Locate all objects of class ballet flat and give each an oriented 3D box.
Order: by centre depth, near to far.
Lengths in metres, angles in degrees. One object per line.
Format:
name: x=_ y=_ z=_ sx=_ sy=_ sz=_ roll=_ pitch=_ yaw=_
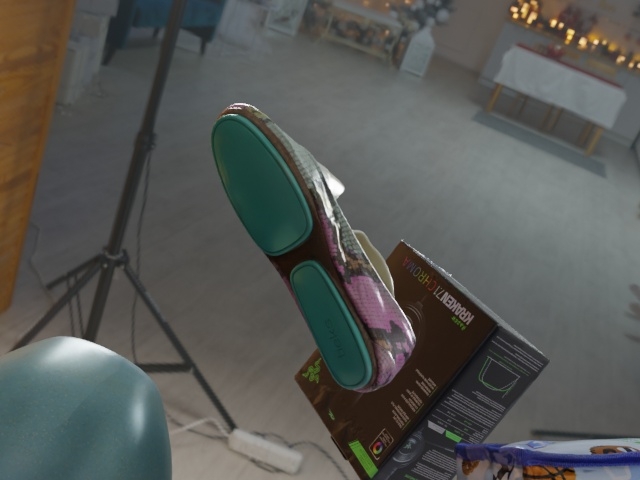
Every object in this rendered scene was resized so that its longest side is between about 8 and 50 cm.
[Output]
ballet flat: x=0.000 y=0.000 z=0.542 sx=0.079 sy=0.077 sz=0.221 roll=-31 pitch=92 yaw=-45

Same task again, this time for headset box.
headset box: x=0.121 y=0.185 z=1.046 sx=0.131 sy=0.283 sz=0.246 roll=33 pitch=9 yaw=-35

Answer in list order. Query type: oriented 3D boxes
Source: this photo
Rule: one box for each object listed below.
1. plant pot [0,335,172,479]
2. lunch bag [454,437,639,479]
plant pot: x=-0.269 y=0.216 z=0.778 sx=0.290 sy=0.290 sz=0.195 roll=22 pitch=57 yaw=2
lunch bag: x=0.346 y=0.352 z=0.719 sx=0.385 sy=0.328 sz=0.239 roll=3 pitch=-12 yaw=-8
